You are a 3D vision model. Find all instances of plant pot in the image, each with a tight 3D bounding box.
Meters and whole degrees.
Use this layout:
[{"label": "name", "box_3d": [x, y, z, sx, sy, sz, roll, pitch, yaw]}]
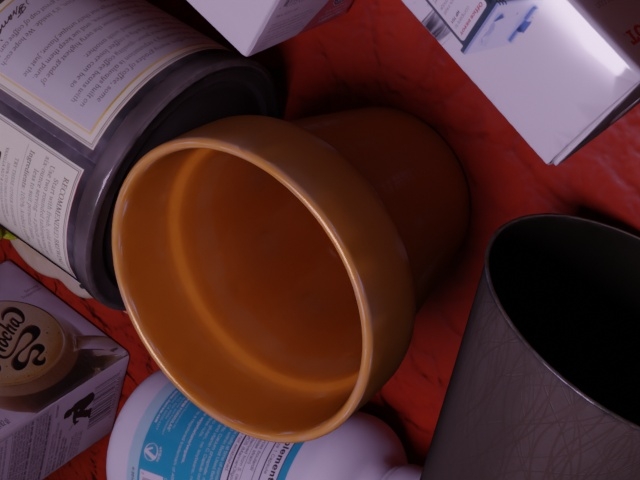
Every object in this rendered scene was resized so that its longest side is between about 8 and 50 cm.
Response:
[{"label": "plant pot", "box_3d": [0.000, 0.000, 0.823, 0.205, 0.188, 0.205, 19, 123, 31]}]

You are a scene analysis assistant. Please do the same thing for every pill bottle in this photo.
[{"label": "pill bottle", "box_3d": [-0.031, 0.193, 0.981, 0.264, 0.146, 0.146, 12, 120, 34]}]

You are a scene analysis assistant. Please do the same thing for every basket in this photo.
[{"label": "basket", "box_3d": [0.158, 0.127, 0.796, 0.204, 0.154, 0.227, 32, 134, 12]}]

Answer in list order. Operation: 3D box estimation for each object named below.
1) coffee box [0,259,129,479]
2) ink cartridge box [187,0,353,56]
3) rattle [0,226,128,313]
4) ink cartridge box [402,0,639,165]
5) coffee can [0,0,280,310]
[{"label": "coffee box", "box_3d": [-0.340, 0.160, 1.107, 0.168, 0.297, 0.119, 35, 130, 20]}, {"label": "ink cartridge box", "box_3d": [0.006, -0.216, 0.753, 0.067, 0.115, 0.198, 46, 132, 11]}, {"label": "rattle", "box_3d": [-0.240, 0.010, 1.063, 0.130, 0.143, 0.200, -44, 76, 25]}, {"label": "ink cartridge box", "box_3d": [0.115, -0.153, 0.681, 0.191, 0.139, 0.082, 48, 132, 7]}, {"label": "coffee can", "box_3d": [-0.198, -0.105, 0.917, 0.275, 0.201, 0.201, 33, 130, 22]}]
